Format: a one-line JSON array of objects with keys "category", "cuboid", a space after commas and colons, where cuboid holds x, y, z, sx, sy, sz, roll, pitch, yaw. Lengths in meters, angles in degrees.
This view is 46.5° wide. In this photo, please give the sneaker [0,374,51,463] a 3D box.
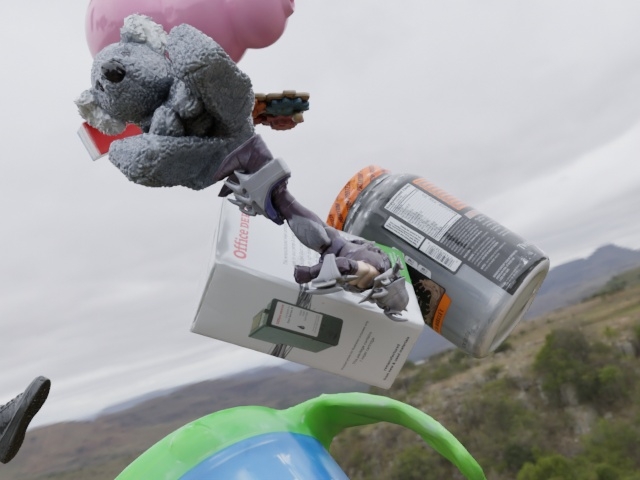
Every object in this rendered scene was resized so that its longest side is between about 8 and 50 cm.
[{"category": "sneaker", "cuboid": [-0.483, 0.267, 1.123, 0.089, 0.170, 0.051, 26, -2, 10]}]

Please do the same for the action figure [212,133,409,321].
[{"category": "action figure", "cuboid": [0.000, 0.000, 0.903, 0.099, 0.285, 0.185, -49, -6, 5]}]

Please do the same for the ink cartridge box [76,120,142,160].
[{"category": "ink cartridge box", "cuboid": [-0.428, -0.236, 1.570, 0.134, 0.078, 0.231, -30, 12, -18]}]

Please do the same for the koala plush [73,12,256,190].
[{"category": "koala plush", "cuboid": [-0.213, -0.183, 0.967, 0.196, 0.221, 0.203, -62, -22, 5]}]

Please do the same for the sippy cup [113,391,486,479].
[{"category": "sippy cup", "cuboid": [-0.018, 0.260, 0.472, 0.224, 0.305, 0.240, 27, 14, 39]}]

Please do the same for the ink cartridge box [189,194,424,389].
[{"category": "ink cartridge box", "cuboid": [-0.023, 0.066, 1.048, 0.289, 0.121, 0.211, 19, 26, -12]}]

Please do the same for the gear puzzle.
[{"category": "gear puzzle", "cuboid": [-0.190, -0.227, 1.372, 0.339, 0.044, 0.175, -3, -7, -9]}]

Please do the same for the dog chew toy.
[{"category": "dog chew toy", "cuboid": [-0.204, -0.352, 1.202, 0.332, 0.206, 0.206, -9, -5, 13]}]

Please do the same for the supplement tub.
[{"category": "supplement tub", "cuboid": [0.185, 0.023, 1.241, 0.207, 0.338, 0.207, -42, -27, -27]}]
